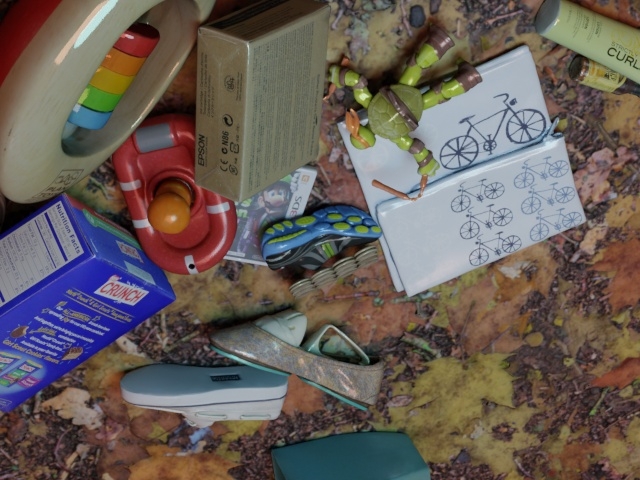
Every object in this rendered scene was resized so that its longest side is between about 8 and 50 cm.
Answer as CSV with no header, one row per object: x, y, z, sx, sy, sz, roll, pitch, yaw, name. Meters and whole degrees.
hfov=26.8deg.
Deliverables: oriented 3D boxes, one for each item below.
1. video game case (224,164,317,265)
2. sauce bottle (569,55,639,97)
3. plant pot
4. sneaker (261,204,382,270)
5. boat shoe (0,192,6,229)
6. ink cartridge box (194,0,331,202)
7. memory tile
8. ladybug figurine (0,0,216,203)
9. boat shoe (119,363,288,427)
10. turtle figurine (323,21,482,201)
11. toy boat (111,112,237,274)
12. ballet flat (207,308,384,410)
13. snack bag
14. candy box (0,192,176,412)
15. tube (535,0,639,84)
-0.119,-0.048,1.993,0.190,0.022,0.173,10,117,-19,video game case
0.433,-0.241,2.005,0.128,0.042,0.042,12,117,-22,sauce bottle
0.060,0.423,2.243,0.234,0.166,0.166,-16,123,-14,plant pot
0.000,0.000,2.016,0.188,0.067,0.078,-14,137,-16,sneaker
-0.551,0.050,1.895,0.118,0.103,0.320,34,107,-28,boat shoe
-0.079,-0.196,1.817,0.193,0.088,0.235,-35,137,-49,ink cartridge box
0.021,0.048,2.047,0.148,0.113,0.012,-26,79,1,memory tile
-0.300,-0.242,1.707,0.162,0.305,0.449,42,106,13,ladybug figurine
-0.184,0.250,2.117,0.267,0.096,0.088,-2,117,-22,boat shoe
0.106,-0.205,1.901,0.217,0.087,0.269,-42,97,1,turtle figurine
-0.205,-0.053,1.872,0.151,0.151,0.231,-12,115,8,toy boat
-0.030,0.169,2.112,0.316,0.107,0.106,24,92,-31,ballet flat
0.221,-0.103,2.037,0.323,0.037,0.343,-21,123,0,snack bag
-0.400,0.094,1.877,0.317,0.122,0.268,-32,157,7,candy box
0.427,-0.289,1.963,0.240,0.062,0.070,19,119,-24,tube
